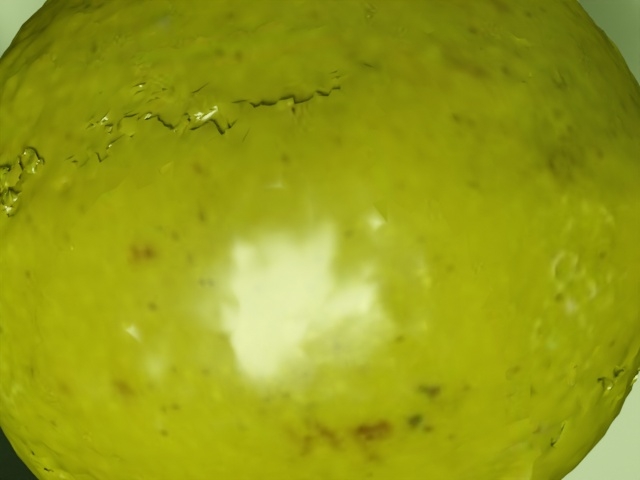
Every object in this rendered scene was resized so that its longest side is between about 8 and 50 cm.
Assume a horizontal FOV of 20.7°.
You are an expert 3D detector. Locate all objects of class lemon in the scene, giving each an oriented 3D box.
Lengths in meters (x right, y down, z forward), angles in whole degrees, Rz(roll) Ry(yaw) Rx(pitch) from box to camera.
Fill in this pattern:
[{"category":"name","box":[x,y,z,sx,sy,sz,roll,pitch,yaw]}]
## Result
[{"category":"lemon","box":[0.000,0.000,0.684,0.310,0.258,0.258,-7,128,20]}]

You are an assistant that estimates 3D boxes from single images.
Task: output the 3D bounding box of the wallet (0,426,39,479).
[{"category":"wallet","box":[-0.178,0.111,0.874,0.146,0.030,0.285,31,121,-35]}]
